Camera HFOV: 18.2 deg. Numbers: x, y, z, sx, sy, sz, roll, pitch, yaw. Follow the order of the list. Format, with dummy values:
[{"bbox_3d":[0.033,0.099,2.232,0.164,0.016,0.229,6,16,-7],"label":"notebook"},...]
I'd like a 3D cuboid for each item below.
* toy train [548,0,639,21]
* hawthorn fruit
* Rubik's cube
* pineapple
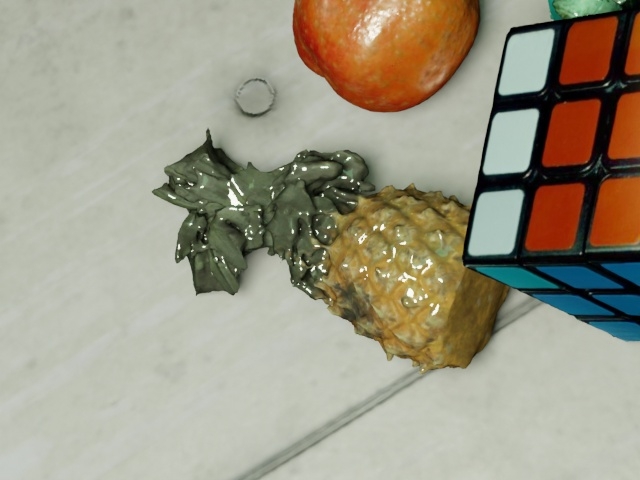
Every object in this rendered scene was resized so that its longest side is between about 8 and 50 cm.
[{"bbox_3d":[0.220,-0.197,1.258,0.107,0.154,0.198,35,83,19],"label":"toy train"},{"bbox_3d":[0.039,-0.146,1.299,0.128,0.128,0.128,-2,76,9],"label":"hawthorn fruit"},{"bbox_3d":[0.202,-0.035,1.186,0.160,0.162,0.163,-3,71,51],"label":"Rubik's cube"},{"bbox_3d":[0.000,0.000,1.276,0.237,0.111,0.119,22,49,23],"label":"pineapple"}]
